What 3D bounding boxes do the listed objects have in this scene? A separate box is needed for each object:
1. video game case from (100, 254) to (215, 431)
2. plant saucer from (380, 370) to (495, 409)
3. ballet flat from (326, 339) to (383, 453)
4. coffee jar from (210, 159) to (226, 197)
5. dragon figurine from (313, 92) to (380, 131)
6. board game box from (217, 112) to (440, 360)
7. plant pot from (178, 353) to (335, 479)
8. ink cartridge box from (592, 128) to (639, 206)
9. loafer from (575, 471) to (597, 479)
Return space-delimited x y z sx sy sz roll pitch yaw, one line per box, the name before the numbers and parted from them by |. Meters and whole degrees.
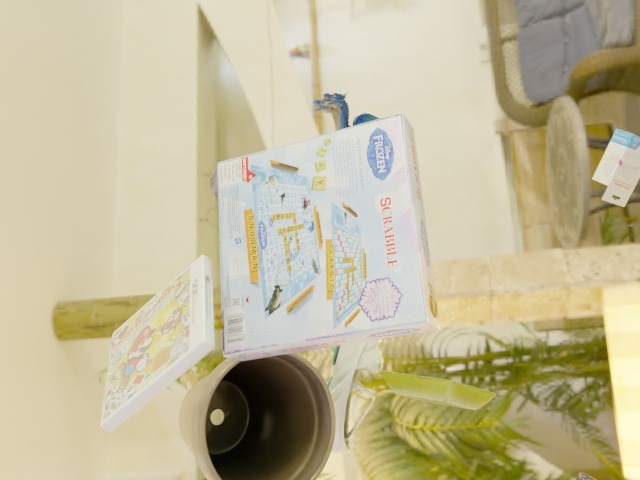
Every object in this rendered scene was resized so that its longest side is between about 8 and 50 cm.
video game case | -0.249 0.153 1.098 0.026 0.227 0.206 39 -159 -30
plant saucer | 0.253 0.330 1.554 0.188 0.188 0.045 24 -108 -45
ballet flat | 0.080 0.324 1.704 0.139 0.139 0.400 -22 -50 -83
coffee jar | -0.188 -0.152 1.855 0.096 0.184 0.079 -53 53 31
dragon figurine | 0.113 -0.249 1.673 0.085 0.289 0.144 -159 87 -82
board game box | 0.000 0.000 1.068 0.066 0.318 0.318 33 -131 -61
plant pot | -0.173 0.402 1.590 0.280 0.323 0.323 -15 77 56
ink cartridge box | 0.786 -0.189 1.872 0.061 0.104 0.181 42 114 54
loafer | 0.549 0.646 1.663 0.109 0.095 0.302 -23 -27 -56
